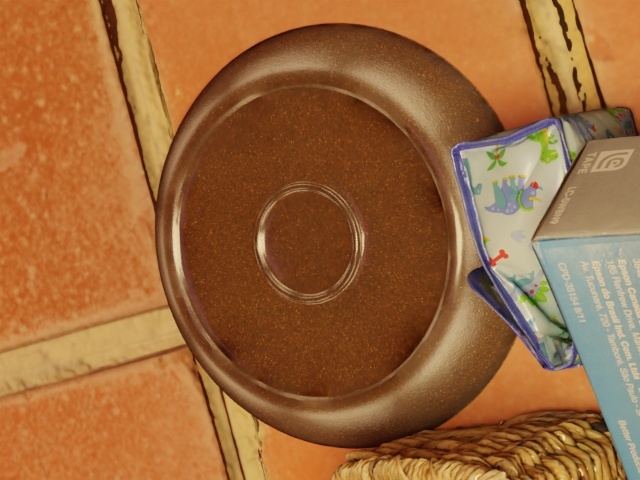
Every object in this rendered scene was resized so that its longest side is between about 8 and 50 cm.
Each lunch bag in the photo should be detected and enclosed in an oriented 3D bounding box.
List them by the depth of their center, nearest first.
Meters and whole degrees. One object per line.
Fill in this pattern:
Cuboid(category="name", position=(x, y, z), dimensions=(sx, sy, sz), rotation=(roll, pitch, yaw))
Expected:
Cuboid(category="lunch bag", position=(0.156, -0.001, 1.027), dimensions=(0.096, 0.129, 0.151), rotation=(-16, 89, 34))

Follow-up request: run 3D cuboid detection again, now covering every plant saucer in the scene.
Cuboid(category="plant saucer", position=(0.000, 0.000, 1.161), dimensions=(0.311, 0.050, 0.310), rotation=(3, 96, 29))

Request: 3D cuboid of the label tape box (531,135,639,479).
Cuboid(category="label tape box", position=(0.314, 0.057, 0.885), dimensions=(0.334, 0.106, 0.240), rotation=(-3, 126, 35))

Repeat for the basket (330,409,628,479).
Cuboid(category="basket", position=(0.093, 0.274, 1.039), dimensions=(0.214, 0.223, 0.299), rotation=(-10, 91, 29))
